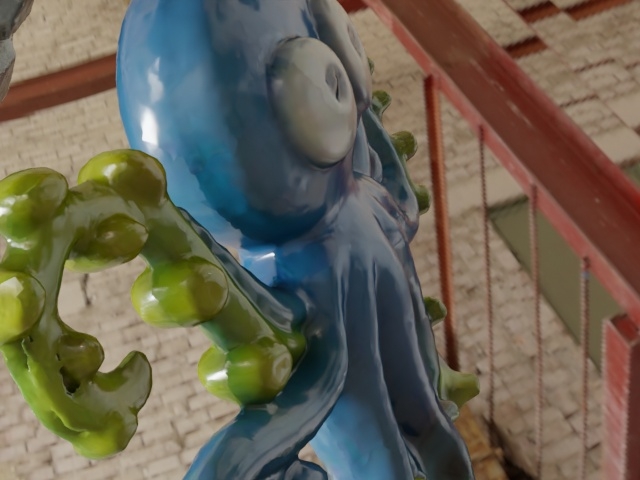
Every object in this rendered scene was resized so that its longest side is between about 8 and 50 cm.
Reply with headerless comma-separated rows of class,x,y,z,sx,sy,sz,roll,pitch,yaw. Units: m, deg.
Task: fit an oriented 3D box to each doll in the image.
doll,0.000,0.000,0.531,0.099,0.346,0.341,-20,-67,28

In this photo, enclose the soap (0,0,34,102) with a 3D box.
soap,-0.321,-0.034,0.753,0.159,0.302,0.258,25,-48,-8
